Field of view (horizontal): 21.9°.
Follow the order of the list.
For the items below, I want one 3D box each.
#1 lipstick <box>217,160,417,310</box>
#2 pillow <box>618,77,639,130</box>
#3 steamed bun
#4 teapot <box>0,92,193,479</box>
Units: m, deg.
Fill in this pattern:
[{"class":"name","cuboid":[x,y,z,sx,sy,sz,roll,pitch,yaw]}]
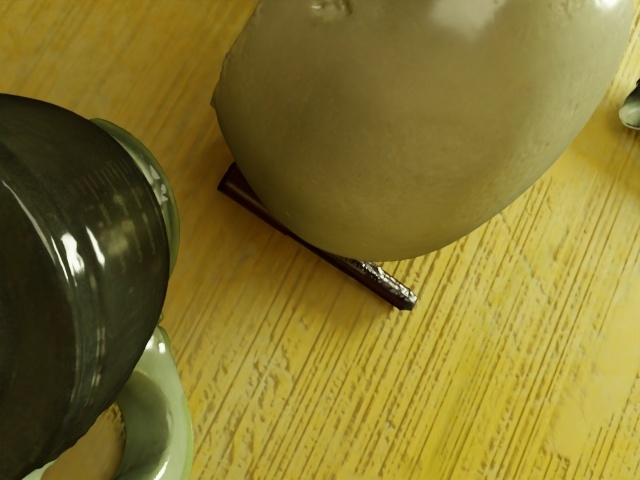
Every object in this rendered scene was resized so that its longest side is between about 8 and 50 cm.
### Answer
[{"class":"lipstick","cuboid":[0.000,0.000,1.255,0.176,0.027,0.027,34,61,-12]},{"class":"pillow","cuboid":[0.324,-0.104,1.433,0.136,0.055,0.091,33,93,-8]},{"class":"steamed bun","cuboid":[0.085,-0.121,1.165,0.206,0.324,0.324,45,59,8]},{"class":"teapot","cuboid":[-0.169,0.043,1.037,0.321,0.239,0.239,48,31,6]}]
